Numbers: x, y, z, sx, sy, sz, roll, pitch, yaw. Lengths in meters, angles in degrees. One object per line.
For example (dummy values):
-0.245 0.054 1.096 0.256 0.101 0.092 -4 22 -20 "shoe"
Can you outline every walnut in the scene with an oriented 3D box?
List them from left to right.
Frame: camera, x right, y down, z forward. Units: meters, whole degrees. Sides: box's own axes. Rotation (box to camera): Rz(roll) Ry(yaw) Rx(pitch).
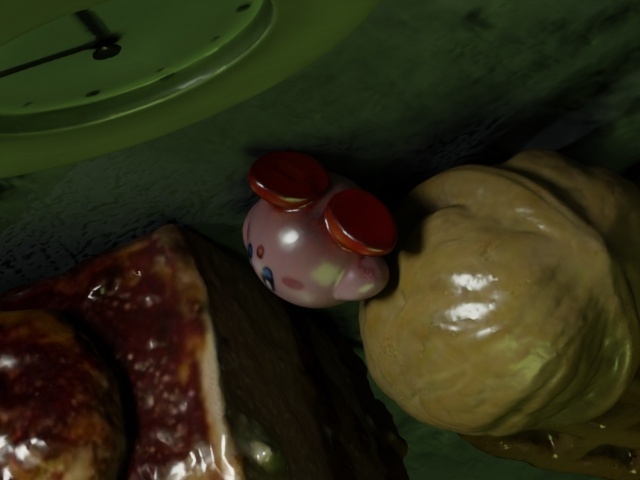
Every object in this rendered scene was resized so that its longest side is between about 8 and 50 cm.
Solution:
0.094 0.031 0.981 0.166 0.149 0.166 -36 -174 5 "walnut"

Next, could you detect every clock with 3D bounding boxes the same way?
-0.084 -0.080 0.743 0.235 0.029 0.235 -19 168 -4 "clock"

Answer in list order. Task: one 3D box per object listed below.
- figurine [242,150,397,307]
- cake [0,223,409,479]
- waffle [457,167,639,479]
0.000 0.000 0.952 0.067 0.083 0.071 -31 153 -39 "figurine"
-0.088 0.113 1.008 0.199 0.196 0.293 -24 148 13 "cake"
0.258 0.073 1.152 0.328 0.098 0.224 16 144 -30 "waffle"
